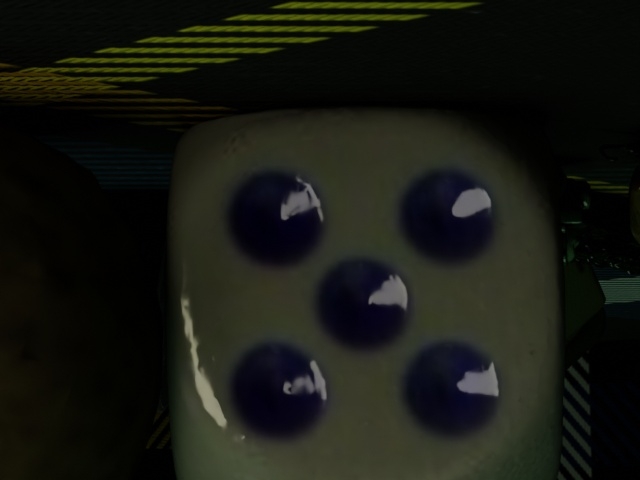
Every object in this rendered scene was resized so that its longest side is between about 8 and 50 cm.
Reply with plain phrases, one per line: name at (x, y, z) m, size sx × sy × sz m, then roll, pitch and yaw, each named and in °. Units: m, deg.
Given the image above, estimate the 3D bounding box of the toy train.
toy train at (0.158, -0.015, 1.684) m, size 0.170 × 0.111 × 0.071 m, roll -2°, pitch 177°, yaw 11°

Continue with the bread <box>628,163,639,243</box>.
bread at (0.379, -0.026, 1.582) m, size 0.235 × 0.099 × 0.210 m, roll -8°, pitch 173°, yaw 11°

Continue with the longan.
longan at (-0.308, 0.088, 1.401) m, size 0.391 × 0.391 × 0.391 m, roll 0°, pitch 172°, yaw 0°

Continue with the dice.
dice at (0.036, 0.062, 1.515) m, size 0.304 × 0.304 × 0.277 m, roll -1°, pitch 172°, yaw 2°

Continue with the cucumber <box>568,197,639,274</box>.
cucumber at (0.252, -0.011, 1.863) m, size 0.265 × 0.077 × 0.077 m, roll 8°, pitch 169°, yaw -43°

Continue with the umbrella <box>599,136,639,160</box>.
umbrella at (0.290, -0.079, 1.569) m, size 0.148 × 0.022 × 0.022 m, roll -5°, pitch 139°, yaw -34°

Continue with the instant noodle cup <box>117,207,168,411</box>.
instant noodle cup at (-0.245, 0.057, 1.896) m, size 0.207 × 0.217 × 0.217 m, roll 6°, pitch 173°, yaw 2°

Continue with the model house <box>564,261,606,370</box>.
model house at (0.181, 0.018, 1.958) m, size 0.205 × 0.218 × 0.279 m, roll 37°, pitch 152°, yaw 27°
